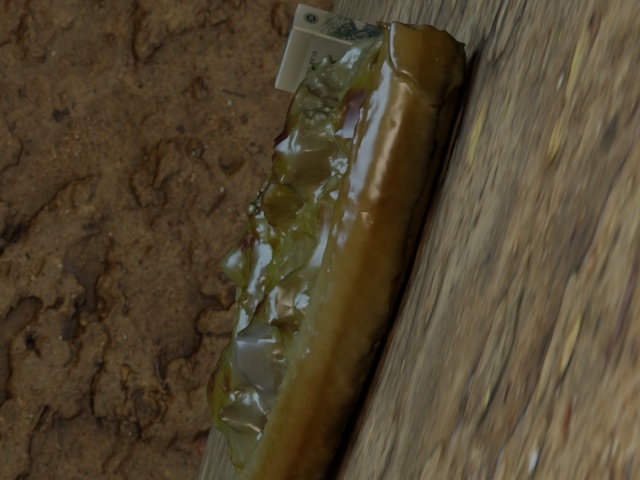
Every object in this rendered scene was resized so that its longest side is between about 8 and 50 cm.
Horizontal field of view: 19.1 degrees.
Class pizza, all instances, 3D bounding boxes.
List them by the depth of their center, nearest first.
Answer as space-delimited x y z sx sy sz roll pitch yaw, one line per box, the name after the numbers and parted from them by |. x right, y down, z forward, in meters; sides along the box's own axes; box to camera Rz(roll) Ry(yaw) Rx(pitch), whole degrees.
0.000 0.000 1.019 0.223 0.089 0.323 -87 14 -60 | pizza

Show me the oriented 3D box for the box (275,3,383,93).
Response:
0.019 -0.103 1.117 0.054 0.083 0.024 110 174 -51 | box
